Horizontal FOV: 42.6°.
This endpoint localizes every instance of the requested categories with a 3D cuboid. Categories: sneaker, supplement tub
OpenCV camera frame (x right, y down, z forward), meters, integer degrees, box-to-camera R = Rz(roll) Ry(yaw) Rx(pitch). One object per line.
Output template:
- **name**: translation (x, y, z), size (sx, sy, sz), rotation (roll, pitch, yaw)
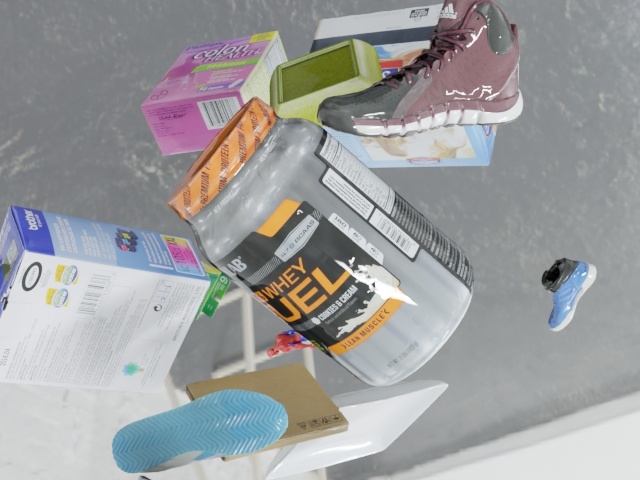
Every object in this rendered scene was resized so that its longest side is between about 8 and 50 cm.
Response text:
- **sneaker**: translation (0.122, -0.216, 0.977), size (0.281, 0.106, 0.163), rotation (-11, 114, -27)
- **supplement tub**: translation (0.000, 0.000, 0.911), size (0.316, 0.194, 0.193), rotation (39, 127, -13)
- **sneaker**: translation (-0.155, 0.251, 1.091), size (0.228, 0.088, 0.092), rotation (-11, 168, 2)
- **sneaker**: translation (0.441, 0.098, 1.533), size (0.084, 0.058, 0.152), rotation (17, 122, -9)

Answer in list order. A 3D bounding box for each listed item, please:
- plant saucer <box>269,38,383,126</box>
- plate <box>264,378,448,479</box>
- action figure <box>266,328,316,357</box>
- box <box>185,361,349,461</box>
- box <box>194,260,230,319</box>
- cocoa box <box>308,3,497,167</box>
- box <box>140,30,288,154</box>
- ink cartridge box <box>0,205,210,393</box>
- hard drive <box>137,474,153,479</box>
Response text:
- **plant saucer**: translation (0.000, -0.245, 1.273), size (0.188, 0.188, 0.045), rotation (-18, 127, 10)
- **plate**: translation (0.057, 0.333, 1.485), size (0.277, 0.045, 0.277), rotation (-5, 144, -32)
- **action figure**: translation (-0.019, 0.124, 1.082), size (0.115, 0.038, 0.030), rotation (-25, 130, -3)
- **box**: translation (-0.082, 0.252, 1.241), size (0.201, 0.164, 0.021), rotation (-7, 120, -27)
- **box**: translation (-0.275, 0.079, 1.608), size (0.179, 0.043, 0.105), rotation (27, 111, -5)
- **cocoa box**: translation (0.162, -0.295, 1.622), size (0.346, 0.228, 0.231), rotation (2, 151, 28)
- **box**: translation (-0.194, -0.290, 1.610), size (0.213, 0.243, 0.117), rotation (-4, 127, 22)
- **ink cartridge box**: translation (-0.427, 0.106, 1.409), size (0.395, 0.151, 0.270), rotation (11, 116, -37)
- **hard drive**: translation (-0.161, 0.354, 1.038), size (0.172, 0.054, 0.255), rotation (29, 160, -6)
